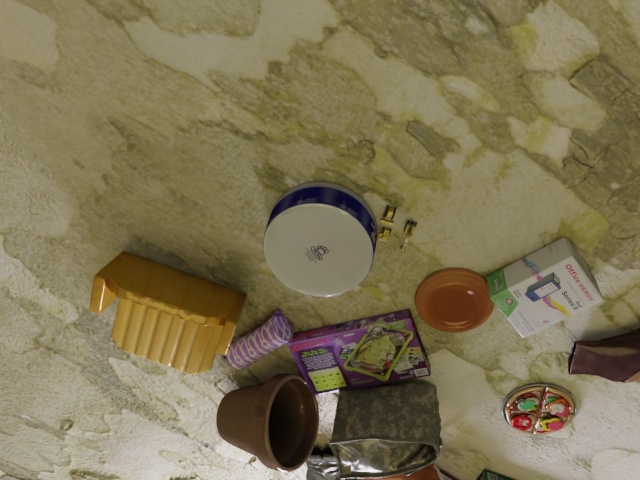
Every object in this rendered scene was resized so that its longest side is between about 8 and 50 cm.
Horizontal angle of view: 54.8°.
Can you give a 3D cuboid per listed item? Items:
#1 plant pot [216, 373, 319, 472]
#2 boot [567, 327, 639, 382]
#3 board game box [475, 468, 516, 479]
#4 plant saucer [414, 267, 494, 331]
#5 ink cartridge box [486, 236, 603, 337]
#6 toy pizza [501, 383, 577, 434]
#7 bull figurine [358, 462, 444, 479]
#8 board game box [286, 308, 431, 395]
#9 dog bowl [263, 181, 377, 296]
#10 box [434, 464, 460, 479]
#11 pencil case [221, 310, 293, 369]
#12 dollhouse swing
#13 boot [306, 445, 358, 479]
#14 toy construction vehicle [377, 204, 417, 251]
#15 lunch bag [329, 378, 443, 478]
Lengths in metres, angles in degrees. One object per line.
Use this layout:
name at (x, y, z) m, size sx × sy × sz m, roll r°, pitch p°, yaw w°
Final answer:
plant pot at (-0.166, 0.507, 1.749) m, size 0.229 × 0.263 × 0.263 m, roll -4°, pitch 123°, yaw 31°
boot at (0.738, 0.265, 1.519) m, size 0.206 × 0.090 × 0.249 m, roll 4°, pitch 131°, yaw 6°
board game box at (0.613, 0.849, 1.948) m, size 0.317 × 0.046 × 0.214 m, roll 21°, pitch 122°, yaw -5°
plant saucer at (0.338, 0.160, 1.553) m, size 0.199 × 0.037 × 0.200 m, roll 4°, pitch 122°, yaw 7°
ink cartridge box at (0.528, 0.113, 1.461) m, size 0.212 × 0.093 × 0.154 m, roll -32°, pitch 112°, yaw 23°
toy pizza at (0.610, 0.479, 1.718) m, size 0.201 × 0.032 × 0.201 m, roll 4°, pitch 123°, yaw 6°
bull figurine at (0.262, 0.669, 1.785) m, size 0.310 × 0.188 × 0.101 m, roll 16°, pitch 139°, yaw 4°
board game box at (0.106, 0.311, 1.681) m, size 0.346 × 0.056 × 0.208 m, roll -14°, pitch 124°, yaw 16°
dog bowl at (0.000, 0.000, 1.462) m, size 0.264 × 0.104 × 0.265 m, roll 4°, pitch 123°, yaw 6°
box at (0.284, 0.877, 1.963) m, size 0.191 × 0.143 × 0.381 m, roll 35°, pitch 119°, yaw -14°
pencil case at (-0.170, 0.277, 1.683) m, size 0.206 × 0.088 × 0.086 m, roll -32°, pitch 153°, yaw 25°
dollhouse swing at (-0.408, 0.239, 1.582) m, size 0.346 × 0.315 × 0.305 m, roll 20°, pitch 103°, yaw -5°
boot at (0.066, 0.724, 1.935) m, size 0.246 × 0.083 × 0.161 m, roll 4°, pitch 117°, yaw 5°
toy construction vehicle at (0.179, -0.025, 1.459) m, size 0.085 × 0.035 × 0.098 m, roll 18°, pitch 123°, yaw -3°
lunch bag at (0.190, 0.508, 1.680) m, size 0.286 × 0.235 × 0.169 m, roll -9°, pitch 117°, yaw 14°
